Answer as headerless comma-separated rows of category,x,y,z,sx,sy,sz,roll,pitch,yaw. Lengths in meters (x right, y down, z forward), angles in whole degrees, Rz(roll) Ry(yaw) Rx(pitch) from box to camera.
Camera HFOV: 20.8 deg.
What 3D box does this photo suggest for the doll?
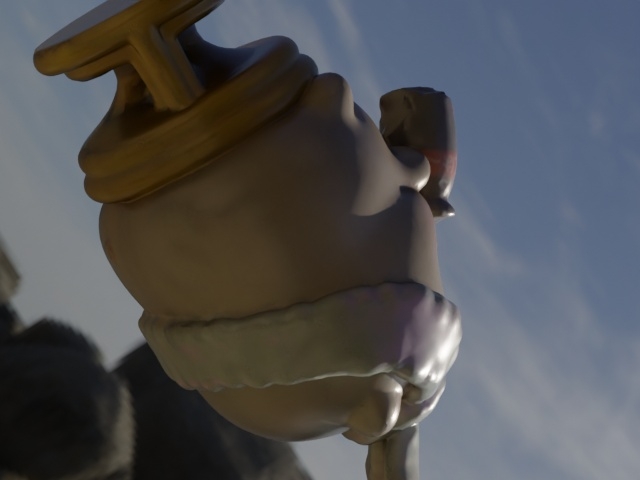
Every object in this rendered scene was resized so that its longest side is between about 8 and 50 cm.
doll,0.000,0.000,0.362,0.127,0.084,0.073,60,-23,-14
